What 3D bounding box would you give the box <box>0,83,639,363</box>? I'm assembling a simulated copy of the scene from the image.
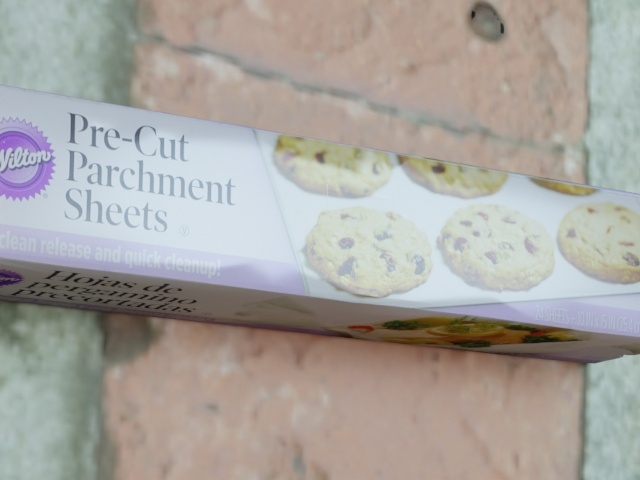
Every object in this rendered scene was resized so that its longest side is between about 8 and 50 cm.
[{"bbox_3d":[0.000,0.000,0.738,0.324,0.063,0.067,9,73,-30],"label":"box"}]
